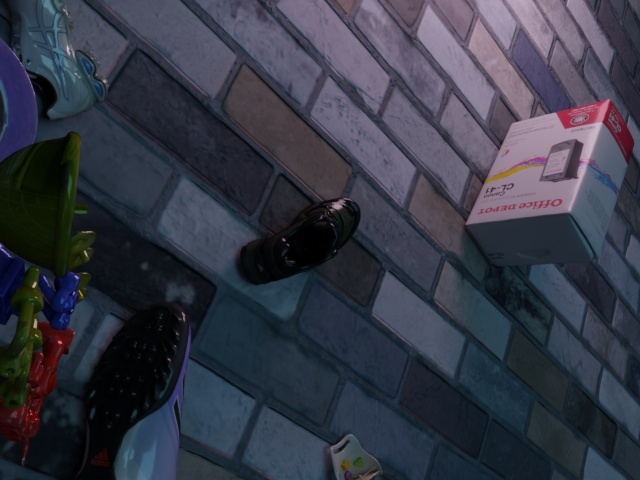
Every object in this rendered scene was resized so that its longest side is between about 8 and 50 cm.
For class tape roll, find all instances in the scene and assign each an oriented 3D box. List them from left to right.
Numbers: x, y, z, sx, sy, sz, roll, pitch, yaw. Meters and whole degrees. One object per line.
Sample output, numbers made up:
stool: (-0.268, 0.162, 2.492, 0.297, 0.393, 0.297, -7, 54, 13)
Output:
tape roll: (-0.377, -0.122, 0.641, 0.189, 0.080, 0.189, 4, 84, -43)

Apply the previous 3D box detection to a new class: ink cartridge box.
ink cartridge box: (0.447, -0.109, 1.312, 0.131, 0.226, 0.306, 50, 55, -27)

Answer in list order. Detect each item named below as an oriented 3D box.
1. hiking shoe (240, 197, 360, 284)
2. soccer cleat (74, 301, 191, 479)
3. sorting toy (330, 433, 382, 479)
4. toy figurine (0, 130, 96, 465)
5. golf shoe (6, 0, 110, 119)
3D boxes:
hiking shoe: (0.000, 0.000, 0.957, 0.227, 0.114, 0.086, -34, 109, -40)
soccer cleat: (-0.204, 0.230, 0.767, 0.116, 0.108, 0.318, 44, 52, -57)
sorting toy: (0.042, 0.336, 1.016, 0.083, 0.045, 0.075, -20, 92, -42)
toy figurine: (-0.318, 0.039, 0.551, 0.217, 0.362, 0.191, 17, 59, -12)
golf shoe: (-0.307, -0.214, 0.727, 0.086, 0.069, 0.176, -41, 112, -31)
